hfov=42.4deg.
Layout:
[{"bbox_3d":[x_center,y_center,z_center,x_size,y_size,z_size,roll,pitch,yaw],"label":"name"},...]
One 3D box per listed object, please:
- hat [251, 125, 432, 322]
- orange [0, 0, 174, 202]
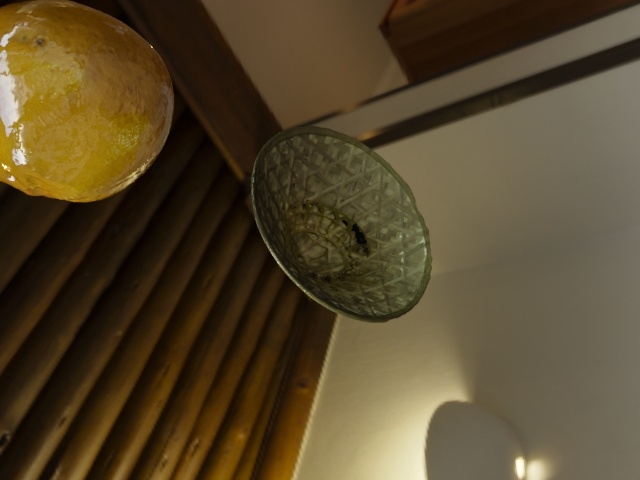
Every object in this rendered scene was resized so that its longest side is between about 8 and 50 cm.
[{"bbox_3d":[0.000,0.000,0.562,0.146,0.067,0.146,20,-128,-28],"label":"hat"},{"bbox_3d":[-0.188,-0.097,0.602,0.159,0.159,0.136,32,-114,-46],"label":"orange"}]
